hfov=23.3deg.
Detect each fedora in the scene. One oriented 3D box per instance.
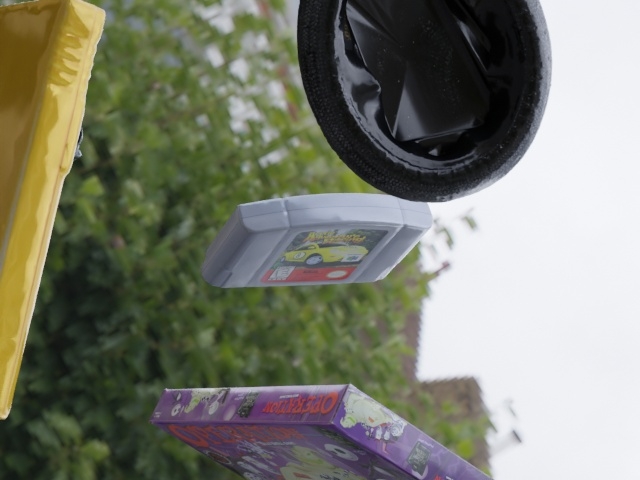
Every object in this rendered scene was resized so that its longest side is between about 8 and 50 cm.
[{"bbox_3d":[0.105,-0.211,1.800,0.334,0.334,0.152,66,-13,-9],"label":"fedora"}]

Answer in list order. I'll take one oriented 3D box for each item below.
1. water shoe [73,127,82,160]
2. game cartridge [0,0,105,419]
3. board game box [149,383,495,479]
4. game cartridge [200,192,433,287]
[{"bbox_3d":[-0.299,-0.107,1.723,0.203,0.080,0.073,-121,-170,-71],"label":"water shoe"},{"bbox_3d":[-0.298,-0.030,1.260,0.285,0.052,0.324,3,-104,50],"label":"game cartridge"},{"bbox_3d":[-0.004,0.211,1.548,0.208,0.056,0.347,39,-25,-24],"label":"board game box"},{"bbox_3d":[0.000,0.000,2.162,0.196,0.294,0.060,124,-43,-51],"label":"game cartridge"}]
